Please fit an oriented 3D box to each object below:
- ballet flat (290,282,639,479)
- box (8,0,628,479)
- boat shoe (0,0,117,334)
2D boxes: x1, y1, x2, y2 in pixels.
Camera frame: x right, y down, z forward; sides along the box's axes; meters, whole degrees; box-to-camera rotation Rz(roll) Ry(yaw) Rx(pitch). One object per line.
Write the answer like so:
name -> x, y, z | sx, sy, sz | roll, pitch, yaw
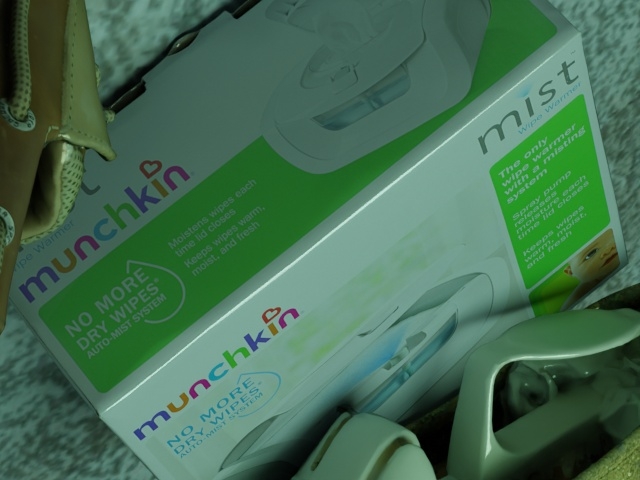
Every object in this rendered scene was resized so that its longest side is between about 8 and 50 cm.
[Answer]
ballet flat -> 0.064, 0.114, 0.909 | 0.349, 0.123, 0.123 | -26, 146, -26
box -> 0.000, 0.000, 0.904 | 0.262, 0.127, 0.231 | -38, 152, -7
boat shoe -> -0.124, -0.043, 0.545 | 0.123, 0.324, 0.120 | -28, 123, 34
